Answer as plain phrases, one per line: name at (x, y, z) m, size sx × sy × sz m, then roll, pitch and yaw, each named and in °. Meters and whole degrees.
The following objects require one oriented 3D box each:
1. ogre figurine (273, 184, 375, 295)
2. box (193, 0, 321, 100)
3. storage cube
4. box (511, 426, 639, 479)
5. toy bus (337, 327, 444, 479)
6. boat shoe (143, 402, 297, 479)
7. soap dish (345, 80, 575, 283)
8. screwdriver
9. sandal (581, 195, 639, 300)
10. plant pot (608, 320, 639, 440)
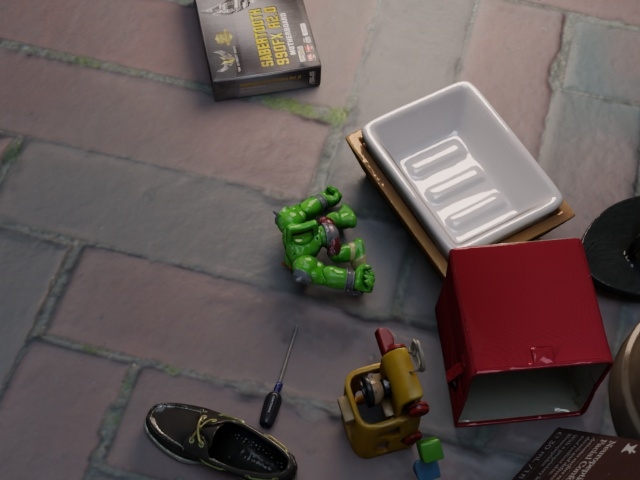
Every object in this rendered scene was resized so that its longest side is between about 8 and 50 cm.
ogre figurine at (0.000, 0.000, 1.666) m, size 0.118 × 0.097 × 0.197 m, roll -5°, pitch 70°, yaw -18°
box at (-0.110, -0.353, 1.893) m, size 0.183 × 0.056 × 0.231 m, roll -9°, pitch 60°, yaw -8°
storage cube at (0.270, 0.128, 1.545) m, size 0.215 × 0.183 × 0.193 m, roll -4°, pitch 59°, yaw -4°
box at (0.370, 0.345, 1.306) m, size 0.191 × 0.381 × 0.143 m, roll -41°, pitch 106°, yaw -23°
toy bus at (0.077, 0.215, 1.489) m, size 0.104 × 0.191 × 0.202 m, roll -15°, pitch 105°, yaw -10°
boat shoe at (-0.136, 0.270, 1.514) m, size 0.228 × 0.068 × 0.081 m, roll 21°, pitch 61°, yaw 10°
soap dish at (0.207, -0.086, 1.708) m, size 0.229 × 0.118 × 0.291 m, roll -26°, pitch 64°, yaw -16°
screwdriver at (-0.052, 0.190, 1.593) m, size 0.025 × 0.024 × 0.170 m, roll -1°, pitch 52°, yaw 33°
sandal at (0.601, -0.024, 1.688) m, size 0.446 × 0.107 × 0.167 m, roll -10°, pitch 61°, yaw -9°
plant pot at (0.574, 0.165, 1.478) m, size 0.323 × 0.280 × 0.323 m, roll 1°, pitch 58°, yaw -2°
